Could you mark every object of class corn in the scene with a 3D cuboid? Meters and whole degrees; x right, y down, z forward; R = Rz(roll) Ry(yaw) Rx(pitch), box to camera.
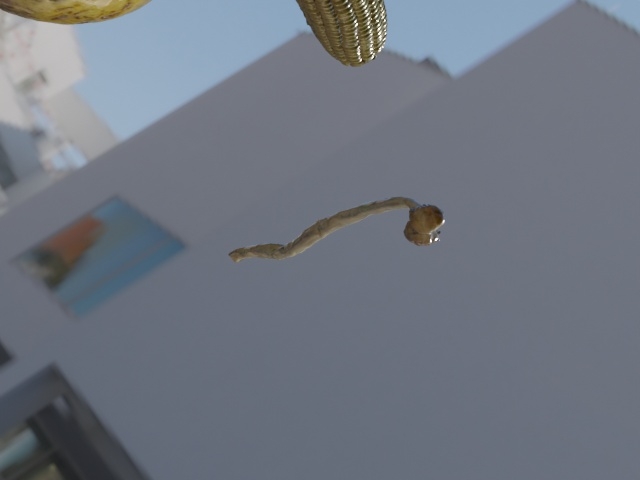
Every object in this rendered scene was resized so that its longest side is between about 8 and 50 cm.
[{"bbox_3d":[0.008,-0.230,1.300,0.080,0.080,0.231,46,-6,29],"label":"corn"}]

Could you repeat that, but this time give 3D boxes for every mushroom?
[{"bbox_3d":[0.003,-0.005,1.000,0.026,0.028,0.286,43,-21,-19],"label":"mushroom"}]

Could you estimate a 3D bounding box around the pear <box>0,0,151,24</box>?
[{"bbox_3d":[-0.206,-0.301,1.193,0.271,0.271,0.271,48,-20,24],"label":"pear"}]
